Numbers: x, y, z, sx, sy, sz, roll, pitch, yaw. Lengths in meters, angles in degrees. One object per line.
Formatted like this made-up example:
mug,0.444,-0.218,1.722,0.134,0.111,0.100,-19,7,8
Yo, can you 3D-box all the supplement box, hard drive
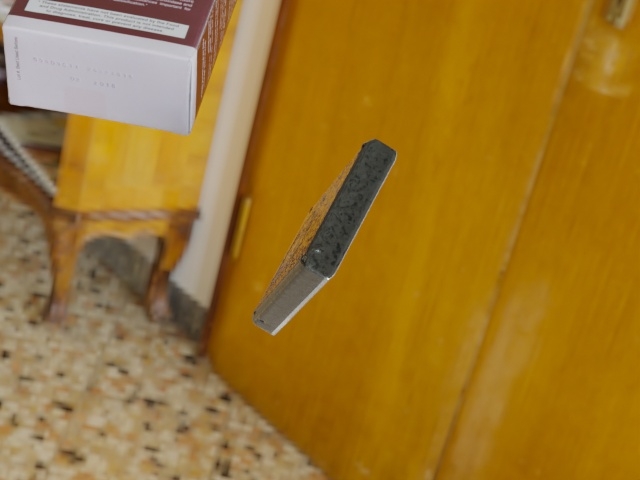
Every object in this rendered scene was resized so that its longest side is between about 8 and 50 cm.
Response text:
supplement box,-0.126,-0.187,1.053,0.130,0.073,0.239,11,48,4
hard drive,0.000,0.000,0.923,0.022,0.135,0.094,31,67,-4
